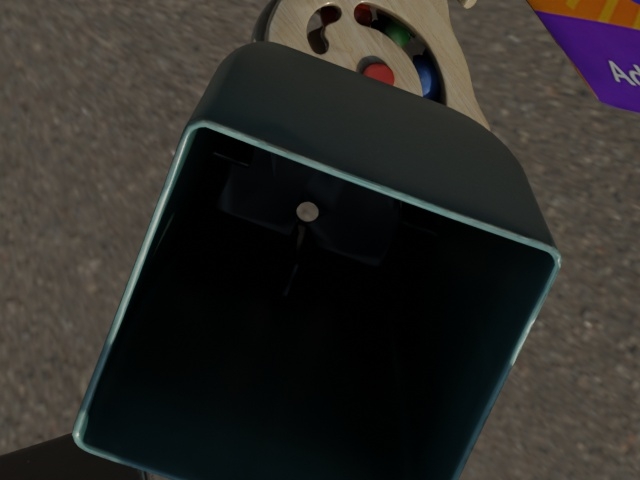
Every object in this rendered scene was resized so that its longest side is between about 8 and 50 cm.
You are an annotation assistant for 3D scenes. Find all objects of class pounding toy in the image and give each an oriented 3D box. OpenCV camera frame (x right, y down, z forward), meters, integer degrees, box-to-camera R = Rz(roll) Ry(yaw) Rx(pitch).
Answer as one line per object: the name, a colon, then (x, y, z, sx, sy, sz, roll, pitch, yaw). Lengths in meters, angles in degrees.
pounding toy: (0.040, -0.149, 1.447, 0.154, 0.155, 0.269, -21, 96, -12)

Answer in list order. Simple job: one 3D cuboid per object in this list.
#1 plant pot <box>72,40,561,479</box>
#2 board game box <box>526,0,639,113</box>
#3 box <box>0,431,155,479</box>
plant pot: (0.000, 0.000, 0.868, 0.165, 0.234, 0.165, 20, 113, -6)
board game box: (0.193, -0.242, 0.372, 0.356, 0.356, 0.356, -49, 122, -11)
box: (-0.194, 0.294, 0.970, 0.296, 0.183, 0.294, -16, 111, -4)
